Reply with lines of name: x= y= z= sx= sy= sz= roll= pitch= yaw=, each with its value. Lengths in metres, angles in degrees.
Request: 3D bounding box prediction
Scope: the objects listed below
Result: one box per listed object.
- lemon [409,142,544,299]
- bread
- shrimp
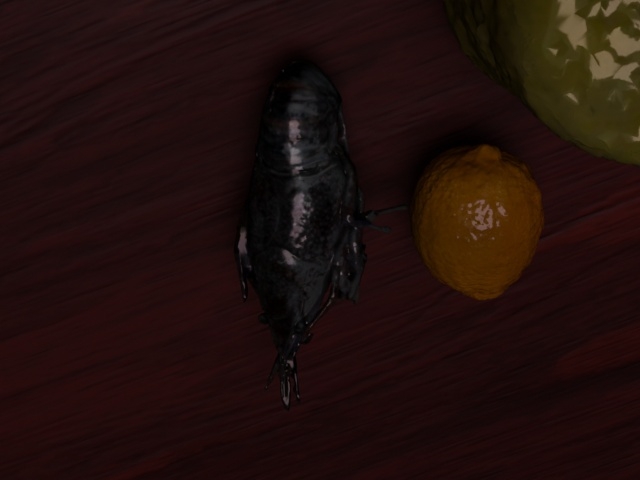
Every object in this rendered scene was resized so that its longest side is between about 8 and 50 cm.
lemon: x=0.164 y=-0.019 z=1.340 sx=0.142 sy=0.142 sz=0.187 roll=-8 pitch=122 yaw=-3
bread: x=0.286 y=-0.240 z=1.149 sx=0.348 sy=0.307 sz=0.348 roll=-2 pitch=120 yaw=-4
shrimp: x=0.000 y=-0.002 z=1.320 sx=0.172 sy=0.137 sz=0.372 roll=3 pitch=116 yaw=9
